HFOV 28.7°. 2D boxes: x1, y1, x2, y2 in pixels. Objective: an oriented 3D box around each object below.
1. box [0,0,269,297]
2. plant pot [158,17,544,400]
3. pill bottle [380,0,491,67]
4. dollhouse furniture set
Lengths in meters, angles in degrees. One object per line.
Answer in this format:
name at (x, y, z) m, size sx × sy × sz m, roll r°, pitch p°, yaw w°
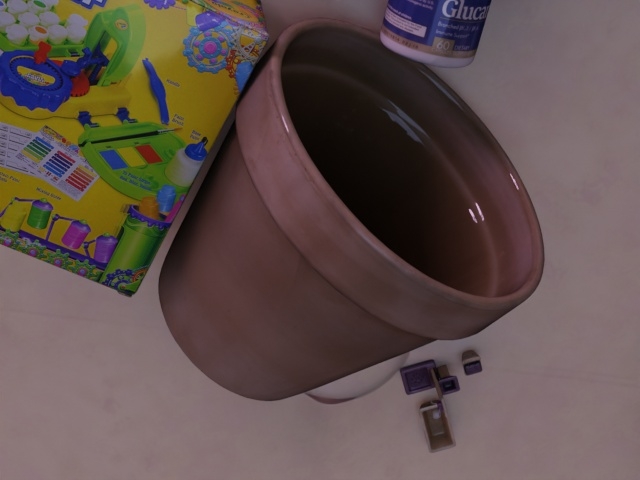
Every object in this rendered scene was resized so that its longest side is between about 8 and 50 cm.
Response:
box at (-0.239, -0.150, 1.117) m, size 0.290 × 0.177 × 0.279 m, roll 24°, pitch 111°, yaw -17°
plant pot at (0.000, 0.000, 1.181) m, size 0.323 × 0.323 × 0.280 m, roll 34°, pitch 126°, yaw -21°
pill bottle at (0.119, -0.254, 1.157) m, size 0.094 × 0.094 × 0.169 m, roll 8°, pitch 115°, yaw -12°
dollhouse furniture set at (0.150, 0.198, 1.398) m, size 0.091 × 0.081 × 0.114 m, roll -16°, pitch 118°, yaw 1°
